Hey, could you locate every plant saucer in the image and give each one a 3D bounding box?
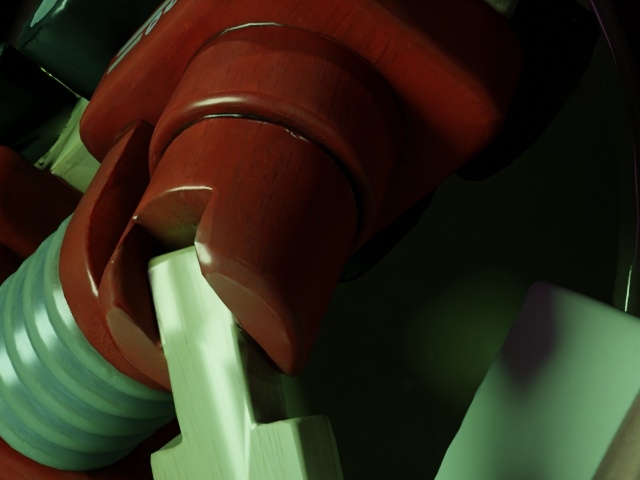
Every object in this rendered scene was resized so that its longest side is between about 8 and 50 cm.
[{"bbox_3d":[0.000,0.000,0.643,0.278,0.041,0.277,-5,83,42],"label":"plant saucer"}]

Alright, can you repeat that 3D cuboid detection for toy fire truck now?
[{"bbox_3d":[-0.038,0.037,0.489,0.217,0.158,0.246,-39,21,42],"label":"toy fire truck"}]

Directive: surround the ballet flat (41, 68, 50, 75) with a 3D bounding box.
[{"bbox_3d":[-0.048,-0.102,0.751,0.231,0.077,0.077,-47,22,18],"label":"ballet flat"}]

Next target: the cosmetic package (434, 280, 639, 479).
[{"bbox_3d":[0.156,0.133,0.423,0.296,0.129,0.153,23,88,45],"label":"cosmetic package"}]
